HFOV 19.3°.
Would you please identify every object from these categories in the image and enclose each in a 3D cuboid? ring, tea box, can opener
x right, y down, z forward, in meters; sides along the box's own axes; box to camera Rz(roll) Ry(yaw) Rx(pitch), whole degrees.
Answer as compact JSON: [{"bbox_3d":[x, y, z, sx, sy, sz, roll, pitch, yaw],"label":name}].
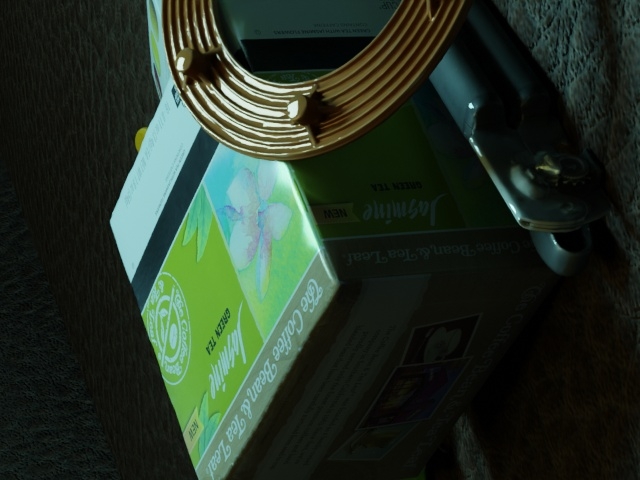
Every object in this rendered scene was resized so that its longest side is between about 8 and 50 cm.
[{"bbox_3d":[-0.009,-0.226,1.438,0.336,0.032,0.336,-15,66,39],"label":"ring"},{"bbox_3d":[0.000,0.000,1.611,0.323,0.220,0.329,66,147,31],"label":"tea box"},{"bbox_3d":[0.135,-0.086,1.458,0.283,0.076,0.095,-117,23,-44],"label":"can opener"}]

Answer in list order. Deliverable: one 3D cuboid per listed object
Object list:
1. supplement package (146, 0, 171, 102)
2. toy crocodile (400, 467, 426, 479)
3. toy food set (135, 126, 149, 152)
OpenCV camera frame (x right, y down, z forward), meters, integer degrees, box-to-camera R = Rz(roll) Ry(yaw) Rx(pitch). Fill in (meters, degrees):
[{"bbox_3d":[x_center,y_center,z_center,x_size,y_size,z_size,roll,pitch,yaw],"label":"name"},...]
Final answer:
[{"bbox_3d":[-0.106,-0.197,2.001,0.244,0.134,0.139,-113,18,-61],"label":"supplement package"},{"bbox_3d":[0.025,0.222,1.932,0.340,0.115,0.105,157,101,-76],"label":"toy crocodile"},{"bbox_3d":[-0.134,-0.054,2.371,0.232,0.104,0.111,40,128,37],"label":"toy food set"}]
